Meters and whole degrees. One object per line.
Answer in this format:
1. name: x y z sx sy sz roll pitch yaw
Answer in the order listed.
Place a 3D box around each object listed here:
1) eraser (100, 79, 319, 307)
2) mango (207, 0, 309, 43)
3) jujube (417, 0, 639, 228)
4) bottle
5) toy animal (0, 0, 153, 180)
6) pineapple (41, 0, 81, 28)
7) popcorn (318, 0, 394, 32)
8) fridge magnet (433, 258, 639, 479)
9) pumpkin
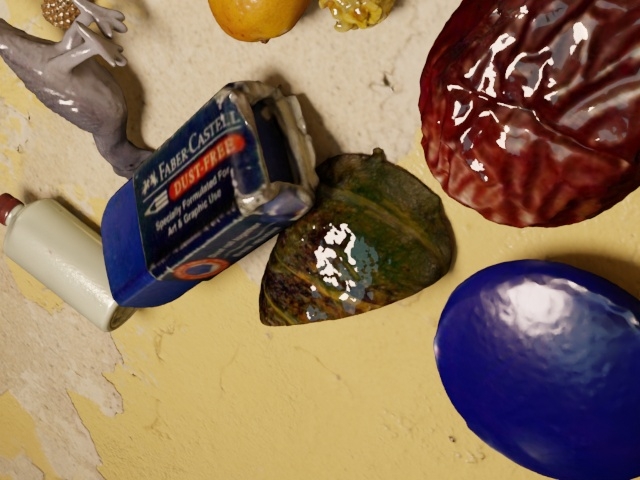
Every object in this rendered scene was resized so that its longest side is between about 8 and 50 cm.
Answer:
1. eraser: -0.140 -0.045 1.100 0.332 0.102 0.154 -32 64 44
2. mango: -0.052 -0.265 0.928 0.115 0.089 0.165 51 135 11
3. jujube: 0.216 -0.163 0.721 0.216 0.216 0.342 40 132 6
4. bottle: -0.358 0.018 1.330 0.245 0.104 0.104 37 134 9
5. toy animal: -0.297 -0.202 1.099 0.206 0.081 0.367 -20 127 44
6. pineapple: -0.286 -0.303 1.093 0.058 0.058 0.124 35 132 11
7. popcorn: 0.031 -0.239 0.904 0.083 0.057 0.082 -14 109 44
8. fridge magnet: 0.241 0.132 0.966 0.266 0.113 0.265 19 129 24
9. pumpkin: -0.004 0.002 1.062 0.279 0.111 0.163 -11 108 41
